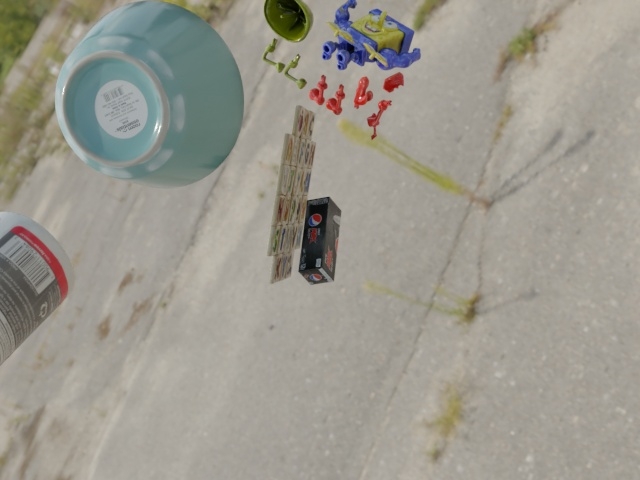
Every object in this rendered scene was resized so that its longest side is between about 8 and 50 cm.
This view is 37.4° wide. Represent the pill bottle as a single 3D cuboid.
[{"bbox_3d":[-0.527,0.114,1.402,0.176,0.176,0.318,-36,12,47],"label":"pill bottle"}]

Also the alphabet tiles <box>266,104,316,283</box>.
[{"bbox_3d":[-0.053,-0.089,1.867,0.285,0.011,0.343,-11,-70,-79],"label":"alphabet tiles"}]

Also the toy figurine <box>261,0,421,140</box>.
[{"bbox_3d":[0.076,-0.389,1.908,0.217,0.362,0.191,-30,-37,-34],"label":"toy figurine"}]

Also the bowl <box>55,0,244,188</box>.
[{"bbox_3d":[-0.294,-0.219,1.502,0.312,0.311,0.163,-52,-3,22],"label":"bowl"}]

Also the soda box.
[{"bbox_3d":[0.000,0.000,1.862,0.053,0.060,0.169,-10,55,26],"label":"soda box"}]
